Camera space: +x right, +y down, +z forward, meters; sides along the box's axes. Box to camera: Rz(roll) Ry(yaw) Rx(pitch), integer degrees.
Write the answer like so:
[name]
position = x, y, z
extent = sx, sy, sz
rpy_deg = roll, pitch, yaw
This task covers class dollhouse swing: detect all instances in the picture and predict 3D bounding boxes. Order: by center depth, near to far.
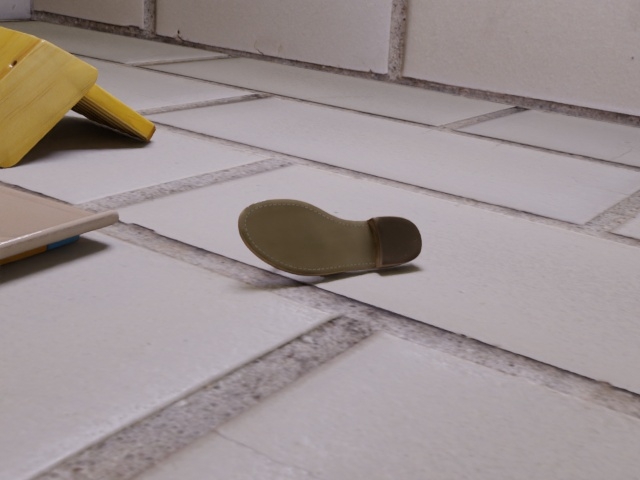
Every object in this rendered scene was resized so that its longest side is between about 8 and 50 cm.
[dollhouse swing]
position = -0.522, -0.202, 1.571
extent = 0.347, 0.305, 0.315
rpy_deg = 22, 66, 42

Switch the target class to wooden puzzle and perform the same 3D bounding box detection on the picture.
[wooden puzzle]
position = -0.393, -0.012, 1.063
extent = 0.239, 0.044, 0.221
rpy_deg = 10, 19, 29

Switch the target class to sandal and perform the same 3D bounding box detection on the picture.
[sandal]
position = 0.000, 0.006, 1.085
extent = 0.240, 0.088, 0.079
rpy_deg = 3, -15, -28
